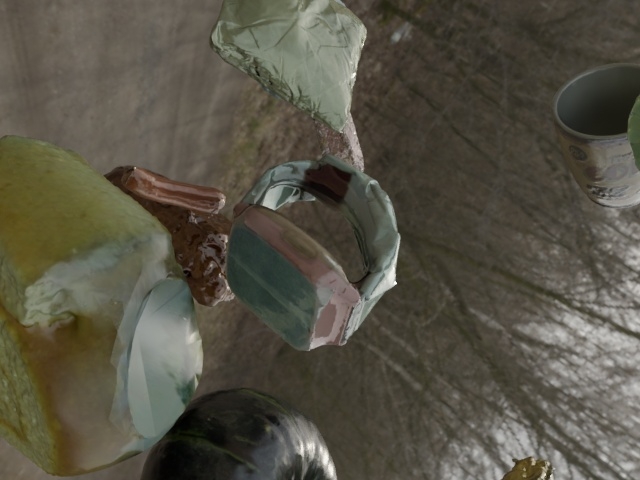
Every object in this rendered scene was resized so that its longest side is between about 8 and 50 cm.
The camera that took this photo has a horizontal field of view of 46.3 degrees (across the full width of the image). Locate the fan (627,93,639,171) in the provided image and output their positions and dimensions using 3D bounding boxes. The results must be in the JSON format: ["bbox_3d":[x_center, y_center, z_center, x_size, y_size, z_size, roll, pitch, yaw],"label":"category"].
[{"bbox_3d":[0.540,-0.119,1.118,0.009,0.240,0.131,-33,174,-38],"label":"fan"}]

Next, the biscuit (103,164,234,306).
[{"bbox_3d":[-0.331,-0.022,1.766,0.166,0.395,0.342,-54,177,1],"label":"biscuit"}]

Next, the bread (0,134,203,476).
[{"bbox_3d":[-0.286,0.081,0.904,0.239,0.264,0.395,-36,131,-43],"label":"bread"}]

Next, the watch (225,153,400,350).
[{"bbox_3d":[0.000,0.000,1.034,0.241,0.253,0.161,-33,153,-38],"label":"watch"}]

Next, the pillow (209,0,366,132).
[{"bbox_3d":[-0.039,-0.354,1.266,0.076,0.281,0.274,-27,-140,46],"label":"pillow"}]

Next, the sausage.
[{"bbox_3d":[-0.215,-0.073,1.106,0.177,0.047,0.040,14,70,-44],"label":"sausage"}]

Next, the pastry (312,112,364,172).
[{"bbox_3d":[0.034,-0.279,1.774,0.103,0.112,0.264,-54,137,-67],"label":"pastry"}]

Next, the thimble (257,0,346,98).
[{"bbox_3d":[-0.038,-0.427,1.601,0.171,0.205,0.250,-59,175,-35],"label":"thimble"}]

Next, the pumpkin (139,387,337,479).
[{"bbox_3d":[-0.118,0.372,1.052,0.323,0.242,0.322,-5,96,-62],"label":"pumpkin"}]

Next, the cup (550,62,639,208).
[{"bbox_3d":[0.641,-0.222,1.555,0.301,0.227,0.257,-31,136,-2],"label":"cup"}]

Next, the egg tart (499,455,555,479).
[{"bbox_3d":[0.281,0.542,1.125,0.443,0.178,0.443,-43,147,-36],"label":"egg tart"}]
